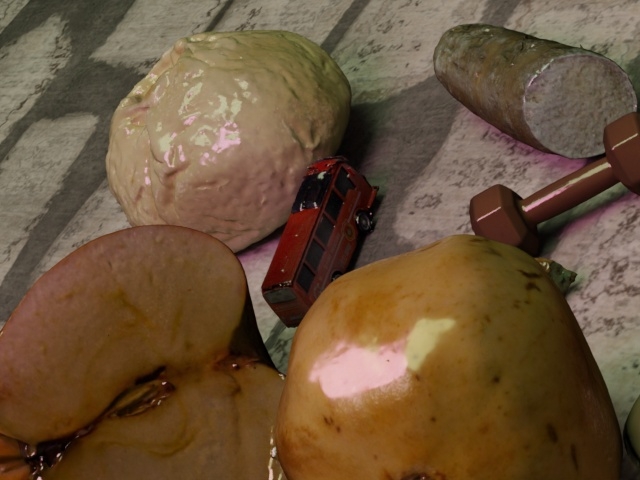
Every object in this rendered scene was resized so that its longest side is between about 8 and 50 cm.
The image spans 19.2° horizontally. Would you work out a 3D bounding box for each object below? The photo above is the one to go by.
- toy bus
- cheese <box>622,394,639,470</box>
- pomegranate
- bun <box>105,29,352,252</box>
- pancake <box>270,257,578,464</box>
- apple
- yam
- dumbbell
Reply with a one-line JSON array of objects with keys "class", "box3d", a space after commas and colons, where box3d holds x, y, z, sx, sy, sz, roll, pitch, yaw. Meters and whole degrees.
[{"class": "toy bus", "box3d": [0.000, 0.000, 2.294, 0.073, 0.096, 0.235, -13, 41, 34]}, {"class": "cheese", "box3d": [0.407, 0.133, 1.680, 0.286, 0.082, 0.163, -31, 32, 13]}, {"class": "pomegranate", "box3d": [0.123, 0.157, 1.742, 0.332, 0.332, 0.332, -28, 32, 20]}, {"class": "bun", "box3d": [-0.136, -0.145, 2.487, 0.349, 0.227, 0.352, -47, 25, 1]}, {"class": "pancake", "box3d": [0.112, 0.133, 1.996, 0.376, 0.054, 0.197, -30, 59, 1]}, {"class": "apple", "box3d": [-0.196, 0.176, 2.038, 0.365, 0.295, 0.329, -29, 39, -28]}, {"class": "yam", "box3d": [0.236, -0.191, 2.247, 0.133, 0.133, 0.330, -44, 30, -6]}, {"class": "dumbbell", "box3d": [0.276, -0.055, 2.069, 0.231, 0.092, 0.082, -28, 62, 19]}]
